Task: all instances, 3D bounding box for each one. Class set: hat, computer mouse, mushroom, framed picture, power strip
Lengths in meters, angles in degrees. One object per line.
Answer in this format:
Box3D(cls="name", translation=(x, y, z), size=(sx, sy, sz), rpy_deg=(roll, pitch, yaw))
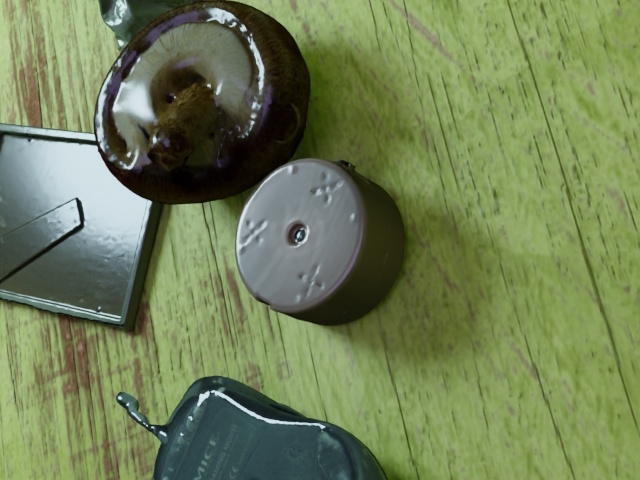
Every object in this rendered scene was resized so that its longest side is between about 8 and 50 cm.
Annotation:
Box3D(cls="hat", translation=(-0.180, -0.290, 1.276), size=(0.166, 0.081, 0.122), rpy_deg=(-30, 66, 13))
Box3D(cls="computer mouse", translation=(-0.064, 0.217, 1.064), size=(0.379, 0.090, 0.167), rpy_deg=(24, 86, 41))
Box3D(cls="mushroom", translation=(-0.112, -0.135, 1.163), size=(0.231, 0.138, 0.194), rpy_deg=(-11, 59, 20))
Box3D(cls="framed picture", translation=(-0.300, -0.024, 1.317), size=(0.289, 0.020, 0.211), rpy_deg=(9, 83, 34))
Box3D(cls="power strip", translation=(0.000, 0.000, 1.077), size=(0.154, 0.078, 0.154), rpy_deg=(-11, 69, 32))
